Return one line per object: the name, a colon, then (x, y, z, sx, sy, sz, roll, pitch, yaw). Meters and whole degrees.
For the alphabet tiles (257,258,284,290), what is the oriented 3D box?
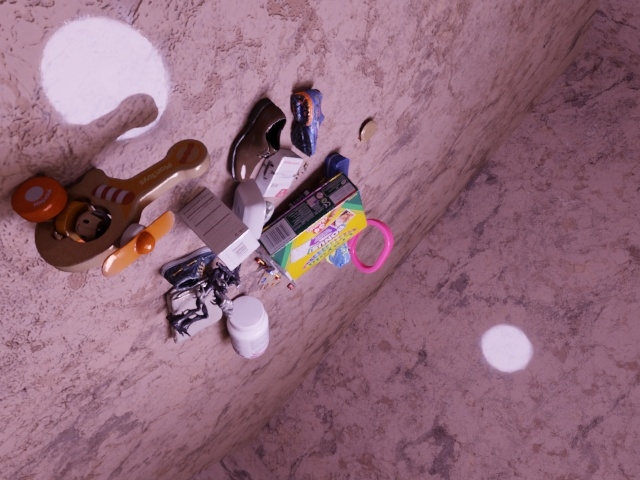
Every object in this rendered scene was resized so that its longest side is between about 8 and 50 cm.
alphabet tiles: (-0.158, 0.106, 1.690, 0.198, 0.009, 0.237, -9, 136, -57)

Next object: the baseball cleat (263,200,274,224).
baseball cleat: (-0.226, -0.042, 1.284, 0.206, 0.072, 0.109, -42, 172, -9)

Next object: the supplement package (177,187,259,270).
supplement package: (-0.263, -0.029, 1.071, 0.105, 0.179, 0.105, -43, 156, -11)

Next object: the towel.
towel: (-0.414, 0.221, 1.372, 0.187, 0.049, 0.282, -28, 149, -35)

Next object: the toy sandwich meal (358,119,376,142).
toy sandwich meal: (0.164, -0.387, 1.453, 0.085, 0.029, 0.085, -36, 149, -25)

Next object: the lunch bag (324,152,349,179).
lunch bag: (0.054, -0.250, 1.425, 0.067, 0.065, 0.098, -27, 140, -33)

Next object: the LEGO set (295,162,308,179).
LEGO set: (-0.072, -0.222, 1.314, 0.054, 0.023, 0.083, -59, 168, 30)

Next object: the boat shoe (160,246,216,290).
boat shoe: (-0.362, 0.084, 1.199, 0.183, 0.083, 0.065, -27, 150, -40)

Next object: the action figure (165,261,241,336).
action figure: (-0.315, 0.174, 1.241, 0.276, 0.141, 0.164, -46, 162, -15)

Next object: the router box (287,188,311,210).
router box: (-0.061, -0.117, 1.467, 0.092, 0.038, 0.122, -45, 157, -8)

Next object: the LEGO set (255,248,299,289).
LEGO set: (-0.167, 0.115, 1.462, 0.060, 0.182, 0.244, -50, 158, -12)

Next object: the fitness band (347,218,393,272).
fitness band: (0.235, 0.025, 1.995, 0.054, 0.209, 0.291, -21, 145, -44)

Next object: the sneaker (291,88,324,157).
sneaker: (-0.026, -0.324, 1.154, 0.087, 0.083, 0.221, -42, 159, -28)

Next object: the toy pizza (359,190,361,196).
toy pizza: (0.093, -0.135, 1.718, 0.201, 0.032, 0.201, -40, 156, -21)

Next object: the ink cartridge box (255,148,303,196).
ink cartridge box: (-0.124, -0.198, 1.206, 0.099, 0.056, 0.135, -10, 137, -56)

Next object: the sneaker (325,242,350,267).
sneaker: (0.103, 0.028, 1.873, 0.091, 0.126, 0.240, -28, 150, -40)

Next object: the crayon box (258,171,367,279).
crayon box: (-0.013, -0.037, 1.482, 0.363, 0.106, 0.313, -37, 156, -2)

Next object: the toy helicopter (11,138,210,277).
toy helicopter: (-0.352, -0.072, 0.777, 0.355, 0.235, 0.140, -40, 155, -19)

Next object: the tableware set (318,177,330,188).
tableware set: (0.038, -0.205, 1.527, 0.168, 0.020, 0.141, -37, 155, -23)

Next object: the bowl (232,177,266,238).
bowl: (-0.205, -0.088, 1.151, 0.053, 0.142, 0.142, -5, 136, -27)

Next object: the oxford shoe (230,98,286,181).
oxford shoe: (-0.158, -0.234, 1.043, 0.083, 0.096, 0.227, -15, 142, -55)

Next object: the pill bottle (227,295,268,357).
pill bottle: (-0.287, 0.346, 1.648, 0.160, 0.160, 0.283, -36, 155, -27)
